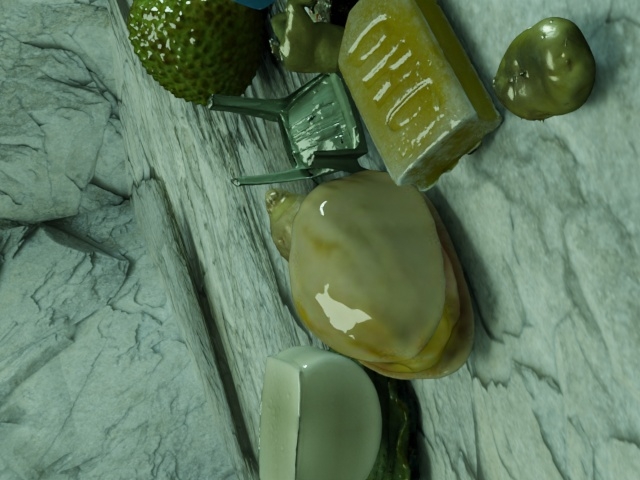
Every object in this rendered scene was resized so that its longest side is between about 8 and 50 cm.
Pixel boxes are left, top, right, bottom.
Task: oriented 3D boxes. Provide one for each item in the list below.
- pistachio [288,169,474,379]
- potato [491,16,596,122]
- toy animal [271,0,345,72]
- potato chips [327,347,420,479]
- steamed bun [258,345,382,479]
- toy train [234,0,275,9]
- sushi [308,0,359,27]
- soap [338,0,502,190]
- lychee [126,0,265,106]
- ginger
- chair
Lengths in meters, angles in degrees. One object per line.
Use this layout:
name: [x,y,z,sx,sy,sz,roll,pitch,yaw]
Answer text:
pistachio: [0.077,0.043,1.358,0.309,0.230,0.230,58,155,36]
potato: [0.217,-0.162,0.976,0.138,0.070,0.091,167,91,-71]
toy animal: [0.034,-0.254,1.349,0.103,0.219,0.101,77,-159,-79]
potato chips: [0.083,0.305,1.757,0.358,0.070,0.429,-124,27,-53]
steamed bun: [0.003,0.290,1.629,0.146,0.164,0.241,13,100,61]
toy train: [-0.078,-0.452,1.294,0.300,0.265,0.188,-41,57,33]
sushi: [0.024,-0.335,1.440,0.150,0.078,0.090,96,154,-49]
soap: [0.107,-0.192,1.221,0.140,0.073,0.232,-42,58,33]
lychee: [-0.228,-0.400,1.900,0.320,0.270,0.270,44,-168,-47]
ginger: [0.000,0.000,1.678,0.190,0.126,0.354,53,169,-28]
chair: [-0.023,-0.160,1.535,0.190,0.275,0.203,-26,74,34]
